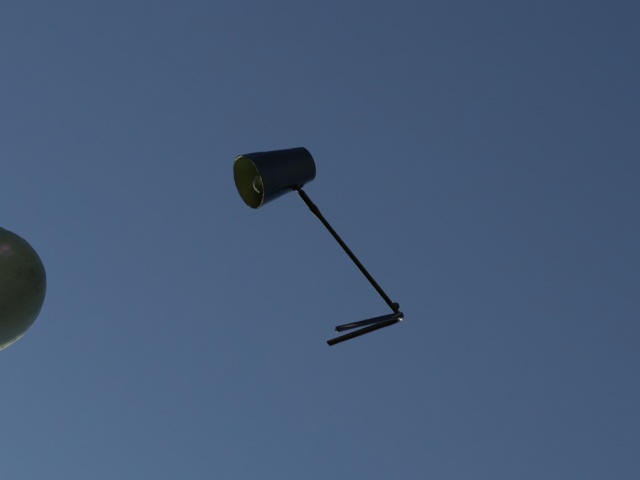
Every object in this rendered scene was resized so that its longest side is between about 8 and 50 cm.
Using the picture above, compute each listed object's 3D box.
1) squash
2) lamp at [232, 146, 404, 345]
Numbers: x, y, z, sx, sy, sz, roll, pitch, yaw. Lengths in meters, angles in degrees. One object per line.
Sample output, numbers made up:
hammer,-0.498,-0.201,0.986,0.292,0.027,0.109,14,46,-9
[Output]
squash,-0.246,0.056,1.098,0.083,0.250,0.083,9,-66,22
lamp,0.000,-0.001,1.055,0.121,0.054,0.041,64,-30,10
